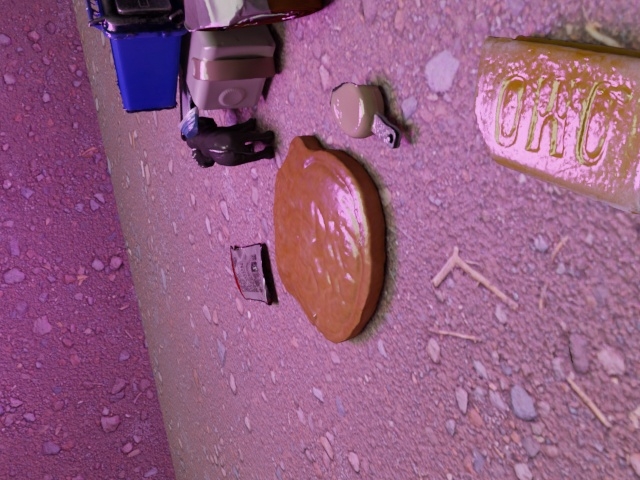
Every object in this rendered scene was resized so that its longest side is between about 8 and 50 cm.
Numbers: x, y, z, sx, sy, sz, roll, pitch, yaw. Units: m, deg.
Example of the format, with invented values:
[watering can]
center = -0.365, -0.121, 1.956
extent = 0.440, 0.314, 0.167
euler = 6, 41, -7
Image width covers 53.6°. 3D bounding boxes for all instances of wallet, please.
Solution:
[wallet]
center = -0.307, -0.397, 1.525
extent = 0.321, 0.044, 0.170
euler = -103, 30, -42

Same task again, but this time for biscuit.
[biscuit]
center = -0.002, 0.000, 1.213
extent = 0.365, 0.062, 0.385
euler = 46, 140, 45

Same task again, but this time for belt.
[belt]
center = -0.123, -0.423, 1.095
extent = 0.261, 0.184, 0.105
euler = 2, 108, 25

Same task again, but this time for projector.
[projector]
center = -0.201, -0.395, 1.305
extent = 0.242, 0.163, 0.177
euler = 65, 152, 26

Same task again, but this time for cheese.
[cheese]
center = 0.074, -0.203, 0.996
extent = 0.171, 0.047, 0.092
euler = 31, 131, 54

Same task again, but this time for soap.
[soap]
center = 0.261, -0.129, 0.652
extent = 0.232, 0.073, 0.140
euler = 37, 128, 52

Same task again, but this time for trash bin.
[trash bin]
center = -0.368, -0.388, 1.283
extent = 0.234, 0.184, 0.162
euler = 104, 151, -50

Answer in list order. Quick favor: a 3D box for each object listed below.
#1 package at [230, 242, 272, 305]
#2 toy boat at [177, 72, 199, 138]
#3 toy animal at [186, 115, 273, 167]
[package]
center = -0.183, 0.084, 1.618
extent = 0.239, 0.030, 0.154
euler = -3, 100, 62
[toy boat]
center = -0.294, -0.286, 1.367
extent = 0.149, 0.034, 0.105
euler = 64, 144, 27
[toy animal]
center = -0.208, -0.225, 1.407
extent = 0.245, 0.146, 0.115
euler = 13, 114, 61
